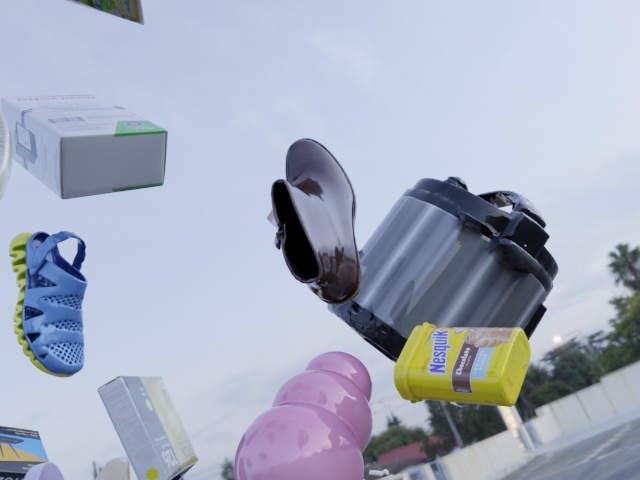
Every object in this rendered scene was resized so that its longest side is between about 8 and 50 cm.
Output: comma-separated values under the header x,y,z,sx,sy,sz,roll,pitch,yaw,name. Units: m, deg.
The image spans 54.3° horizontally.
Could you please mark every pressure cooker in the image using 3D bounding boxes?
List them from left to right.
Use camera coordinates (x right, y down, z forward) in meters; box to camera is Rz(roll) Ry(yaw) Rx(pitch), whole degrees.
x,y,z,sx,sy,sz,roll,pitch,yaw,name
0.264,0.073,1.266,0.420,0.369,0.375,-54,-36,-6,pressure cooker

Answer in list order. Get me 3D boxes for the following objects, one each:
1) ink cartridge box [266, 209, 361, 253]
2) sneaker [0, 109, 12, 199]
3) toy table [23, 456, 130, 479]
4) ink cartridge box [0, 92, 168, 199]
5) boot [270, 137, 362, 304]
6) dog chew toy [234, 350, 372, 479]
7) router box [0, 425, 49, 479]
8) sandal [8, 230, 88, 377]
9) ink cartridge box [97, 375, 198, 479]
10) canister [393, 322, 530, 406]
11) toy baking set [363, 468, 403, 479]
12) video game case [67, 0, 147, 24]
x,y,z,sx,sy,sz,roll,pitch,yaw,name
0.000,0.000,1.536,0.193,0.234,0.088,34,-85,-39,ink cartridge box
-0.505,-0.139,0.880,0.131,0.350,0.148,-10,-33,-23,sneaker
-0.397,0.508,1.054,0.160,0.274,0.252,-11,-8,-2,toy table
-0.468,-0.196,1.228,0.211,0.289,0.122,-14,-58,-41,ink cartridge box
-0.011,-0.046,0.762,0.090,0.249,0.207,-20,-18,10,boot
-0.006,0.314,1.047,0.206,0.206,0.332,-41,10,38,dog chew toy
-0.622,0.417,1.206,0.179,0.133,0.046,29,-83,-47,router box
-0.510,0.106,1.208,0.138,0.317,0.126,-24,-18,16,sandal
-0.341,0.437,1.334,0.072,0.307,0.303,-29,-11,-7,ink cartridge box
0.210,0.182,0.921,0.169,0.073,0.126,-7,35,40,canister
0.077,0.594,1.513,0.196,0.030,0.256,-12,-13,30,toy baking set
-0.385,-0.432,0.987,0.206,0.026,0.227,15,-10,-10,video game case
